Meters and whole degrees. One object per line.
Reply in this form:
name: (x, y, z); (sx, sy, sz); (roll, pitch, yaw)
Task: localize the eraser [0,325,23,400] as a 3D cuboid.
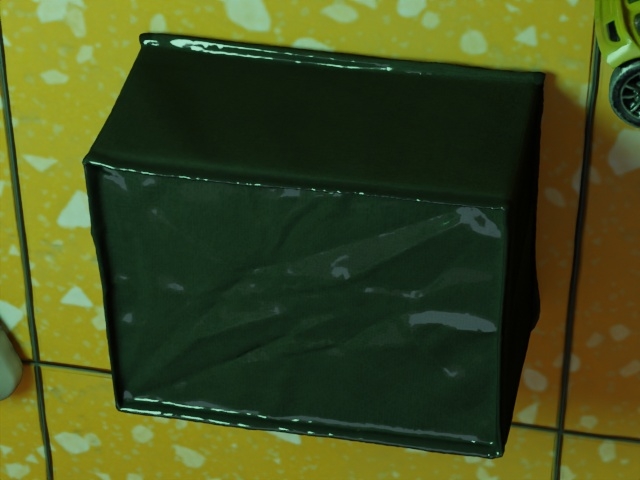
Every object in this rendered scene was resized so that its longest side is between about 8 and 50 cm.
eraser: (-0.392, 0.080, 1.774); (0.243, 0.059, 0.204); (32, 127, -4)

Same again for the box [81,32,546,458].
box: (0.000, -0.001, 1.529); (0.345, 0.204, 0.251); (6, 126, 10)

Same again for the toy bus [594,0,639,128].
toy bus: (0.355, -0.100, 1.410); (0.331, 0.145, 0.151); (39, 124, -18)
